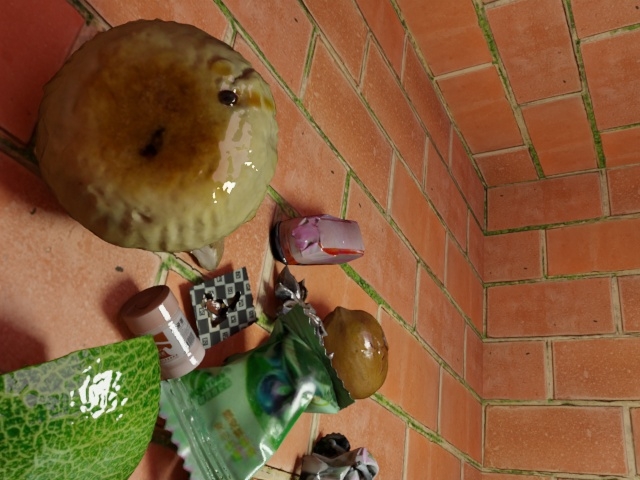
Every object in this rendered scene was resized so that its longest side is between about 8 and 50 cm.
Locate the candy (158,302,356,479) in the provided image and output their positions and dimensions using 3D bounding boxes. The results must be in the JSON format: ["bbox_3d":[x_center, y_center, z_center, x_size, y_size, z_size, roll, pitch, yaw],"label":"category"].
[{"bbox_3d":[-0.134,0.319,1.214,0.398,0.172,0.263,-23,71,-48],"label":"candy"}]

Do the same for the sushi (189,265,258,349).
[{"bbox_3d":[-0.217,0.144,1.315,0.201,0.031,0.139,-21,102,-57],"label":"sushi"}]

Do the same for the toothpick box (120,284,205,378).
[{"bbox_3d":[-0.288,0.169,1.106,0.149,0.098,0.098,67,32,-27],"label":"toothpick box"}]

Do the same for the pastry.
[{"bbox_3d":[-0.259,-0.160,1.001,0.388,0.312,0.388,2,83,-16],"label":"pastry"}]

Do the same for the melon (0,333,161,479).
[{"bbox_3d":[-0.408,0.266,0.798,0.331,0.226,0.343,-59,161,19],"label":"melon"}]

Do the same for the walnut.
[{"bbox_3d":[0.093,0.306,1.668,0.203,0.203,0.298,-55,138,-51],"label":"walnut"}]

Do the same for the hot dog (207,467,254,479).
[{"bbox_3d":[-0.203,0.518,1.180,0.160,0.099,0.227,53,42,-36],"label":"hot dog"}]

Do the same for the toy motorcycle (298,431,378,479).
[{"bbox_3d":[0.034,0.624,1.486,0.327,0.188,0.143,-63,143,-47],"label":"toy motorcycle"}]

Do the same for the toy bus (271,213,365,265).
[{"bbox_3d":[0.000,0.000,1.636,0.303,0.147,0.127,5,73,-62],"label":"toy bus"}]

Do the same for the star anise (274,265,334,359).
[{"bbox_3d":[-0.051,0.191,1.512,0.262,0.081,0.230,64,8,16],"label":"star anise"}]

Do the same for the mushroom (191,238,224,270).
[{"bbox_3d":[-0.258,-0.028,1.242,0.210,0.072,0.094,59,27,-35],"label":"mushroom"}]
